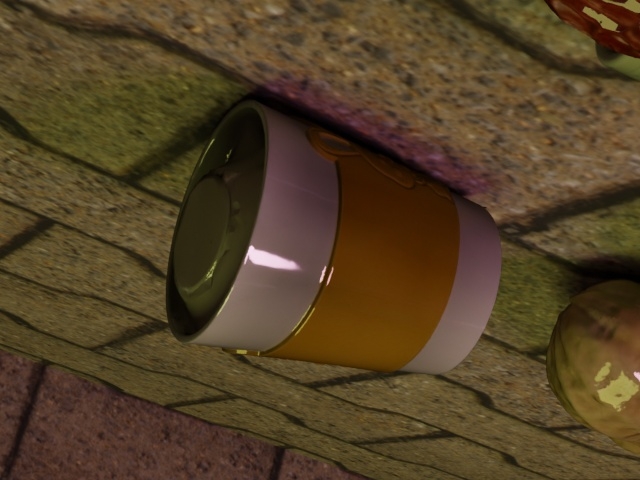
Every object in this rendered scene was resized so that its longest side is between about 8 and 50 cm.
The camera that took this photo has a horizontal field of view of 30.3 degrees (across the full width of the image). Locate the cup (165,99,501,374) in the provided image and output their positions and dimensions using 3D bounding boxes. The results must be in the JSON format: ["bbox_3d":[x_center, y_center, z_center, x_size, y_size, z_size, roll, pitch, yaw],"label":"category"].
[{"bbox_3d":[0.000,0.000,0.932,0.226,0.185,0.241,17,-165,-22],"label":"cup"}]

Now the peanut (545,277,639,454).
[{"bbox_3d":[0.297,0.126,1.096,0.147,0.147,0.305,1,160,34],"label":"peanut"}]

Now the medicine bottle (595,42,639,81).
[{"bbox_3d":[0.263,-0.079,0.650,0.231,0.059,0.059,21,160,-17],"label":"medicine bottle"}]

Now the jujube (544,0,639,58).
[{"bbox_3d":[0.183,-0.125,0.528,0.176,0.109,0.112,18,125,13],"label":"jujube"}]
